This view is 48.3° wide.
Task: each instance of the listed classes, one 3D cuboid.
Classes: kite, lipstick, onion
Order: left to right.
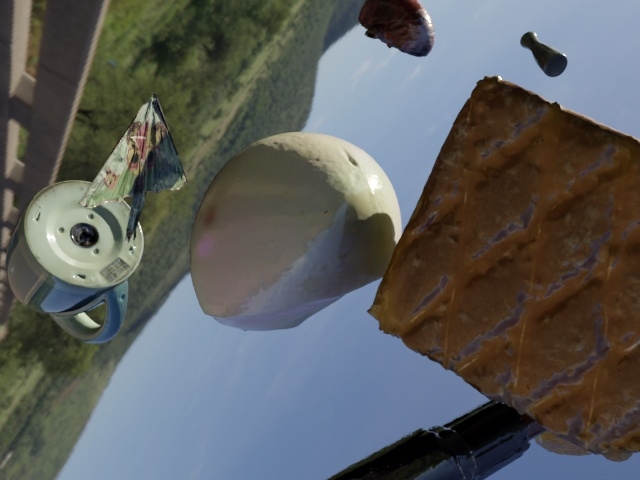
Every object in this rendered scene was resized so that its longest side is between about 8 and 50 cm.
[{"bbox_3d":[-0.307,-0.121,1.218,0.323,0.013,0.267,-30,135,-66],"label":"kite"},{"bbox_3d":[0.162,-0.475,1.511,0.151,0.206,0.098,-18,142,-40],"label":"onion"},{"bbox_3d":[0.120,0.220,0.703,0.300,0.081,0.081,-16,172,-30],"label":"lipstick"}]

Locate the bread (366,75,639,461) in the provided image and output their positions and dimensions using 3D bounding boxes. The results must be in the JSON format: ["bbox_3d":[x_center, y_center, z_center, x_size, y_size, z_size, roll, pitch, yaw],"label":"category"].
[{"bbox_3d":[0.234,0.019,0.708,0.278,0.279,0.207,-68,163,14],"label":"bread"}]

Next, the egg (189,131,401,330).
[{"bbox_3d":[-0.011,-0.012,0.804,0.271,0.206,0.162,-34,-155,-22],"label":"egg"}]

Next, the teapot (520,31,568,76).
[{"bbox_3d":[0.369,-0.315,1.194,0.043,0.043,0.110,-48,-145,22],"label":"teapot"}]

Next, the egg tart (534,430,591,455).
[{"bbox_3d":[0.705,0.538,2.031,0.319,0.319,0.128,-38,-140,50],"label":"egg tart"}]

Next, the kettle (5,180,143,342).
[{"bbox_3d":[-0.549,0.081,1.568,0.247,0.319,0.342,-34,178,-44],"label":"kettle"}]
